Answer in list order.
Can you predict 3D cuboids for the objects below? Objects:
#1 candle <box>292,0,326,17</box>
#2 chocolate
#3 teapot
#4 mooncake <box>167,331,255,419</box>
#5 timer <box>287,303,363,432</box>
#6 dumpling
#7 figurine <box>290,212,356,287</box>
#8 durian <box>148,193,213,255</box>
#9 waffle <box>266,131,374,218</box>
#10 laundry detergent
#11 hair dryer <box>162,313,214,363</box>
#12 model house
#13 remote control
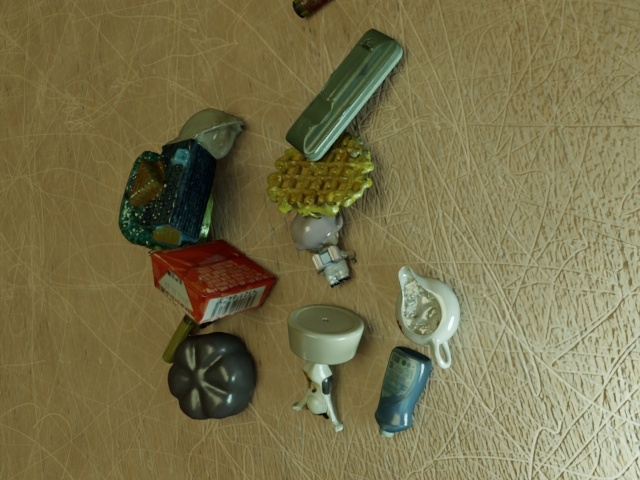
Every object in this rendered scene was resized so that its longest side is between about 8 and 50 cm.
[{"bbox_3d":[-0.008,-0.617,1.732,0.130,0.052,0.052,-25,71,32],"label":"candle"},{"bbox_3d":[-0.280,0.101,1.757,0.234,0.237,0.108,32,120,34],"label":"chocolate"},{"bbox_3d":[0.232,0.160,1.453,0.145,0.092,0.226,-32,69,33],"label":"teapot"},{"bbox_3d":[-0.289,0.356,1.804,0.244,0.133,0.245,-2,86,29],"label":"mooncake"},{"bbox_3d":[0.000,0.302,1.598,0.175,0.175,0.266,20,114,36],"label":"timer"},{"bbox_3d":[-0.327,-0.280,1.867,0.247,0.172,0.142,-12,99,35],"label":"dumpling"},{"bbox_3d":[0.000,0.000,1.636,0.137,0.112,0.229,-28,79,26],"label":"figurine"},{"bbox_3d":[-0.399,-0.007,1.958,0.198,0.163,0.395,0,89,-2],"label":"durian"},{"bbox_3d":[-0.003,-0.153,1.619,0.262,0.060,0.281,-34,46,9],"label":"waffle"},{"bbox_3d":[0.171,0.341,1.500,0.096,0.061,0.206,22,99,34],"label":"laundry detergent"},{"bbox_3d":[-0.381,0.231,1.903,0.135,0.090,0.279,42,120,15],"label":"hair dryer"},{"bbox_3d":[-0.399,-0.121,1.764,0.241,0.225,0.261,144,138,-73],"label":"model house"},{"bbox_3d":[0.048,-0.344,1.605,0.335,0.065,0.128,-51,48,5],"label":"remote control"}]
